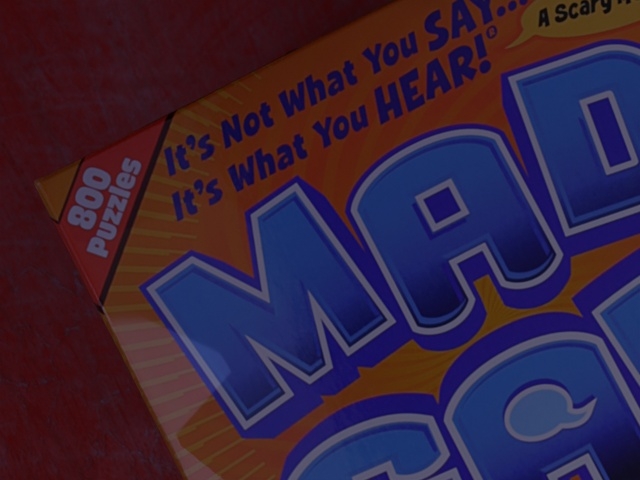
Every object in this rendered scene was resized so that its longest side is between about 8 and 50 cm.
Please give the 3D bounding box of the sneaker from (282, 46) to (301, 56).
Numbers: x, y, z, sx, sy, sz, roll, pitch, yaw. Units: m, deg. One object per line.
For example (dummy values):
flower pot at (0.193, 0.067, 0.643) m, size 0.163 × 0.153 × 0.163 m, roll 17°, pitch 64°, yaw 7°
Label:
sneaker at (0.000, 0.000, 1.028) m, size 0.122 × 0.146 × 0.330 m, roll 2°, pitch 121°, yaw 4°

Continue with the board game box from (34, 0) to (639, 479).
board game box at (0.086, 0.061, 0.780) m, size 0.356 × 0.356 × 0.356 m, roll -27°, pitch 85°, yaw -2°
